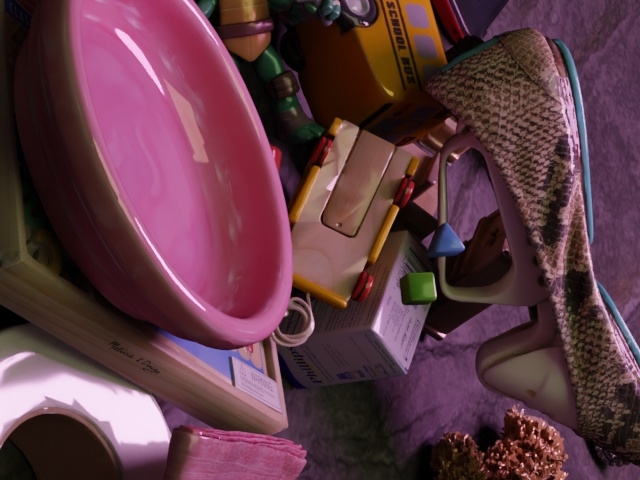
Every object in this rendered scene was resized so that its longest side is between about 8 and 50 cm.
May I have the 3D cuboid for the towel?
[{"bbox_3d":[-0.099,0.317,1.526,0.237,0.037,0.329,21,81,-69],"label":"towel"}]

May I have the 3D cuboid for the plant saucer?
[{"bbox_3d":[-0.134,-0.066,1.451,0.332,0.084,0.332,53,24,-37],"label":"plant saucer"}]

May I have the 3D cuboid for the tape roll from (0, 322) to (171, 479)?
[{"bbox_3d":[-0.236,0.207,1.458,0.286,0.100,0.286,17,68,-49],"label":"tape roll"}]

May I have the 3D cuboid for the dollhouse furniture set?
[{"bbox_3d":[0.092,-0.029,1.953,0.242,0.161,0.212,36,50,-14],"label":"dollhouse furniture set"}]

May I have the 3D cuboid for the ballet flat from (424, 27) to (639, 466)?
[{"bbox_3d":[0.207,0.036,1.815,0.164,0.182,0.482,-123,-167,-71],"label":"ballet flat"}]

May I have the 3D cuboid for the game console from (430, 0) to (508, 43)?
[{"bbox_3d":[0.179,-0.460,2.210,0.342,0.060,0.386,60,41,-21],"label":"game console"}]

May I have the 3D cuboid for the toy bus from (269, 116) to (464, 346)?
[{"bbox_3d":[0.010,-0.008,1.733,0.202,0.104,0.191,-18,82,-16],"label":"toy bus"}]

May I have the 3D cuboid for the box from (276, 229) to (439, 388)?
[{"bbox_3d":[0.029,0.068,1.806,0.072,0.137,0.126,52,44,-33],"label":"box"}]

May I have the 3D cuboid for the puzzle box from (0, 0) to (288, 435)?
[{"bbox_3d":[-0.158,-0.018,1.541,0.409,0.052,0.272,39,35,-54],"label":"puzzle box"}]

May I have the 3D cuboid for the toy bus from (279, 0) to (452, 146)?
[{"bbox_3d":[0.025,-0.263,1.850,0.130,0.108,0.332,0,67,-36],"label":"toy bus"}]

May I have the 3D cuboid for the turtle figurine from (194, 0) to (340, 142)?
[{"bbox_3d":[-0.069,-0.201,1.758,0.118,0.175,0.234,-120,-160,-73],"label":"turtle figurine"}]

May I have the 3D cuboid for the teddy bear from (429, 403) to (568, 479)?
[{"bbox_3d":[0.187,0.314,1.975,0.245,0.113,0.338,55,38,-26],"label":"teddy bear"}]

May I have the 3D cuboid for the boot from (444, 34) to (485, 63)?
[{"bbox_3d":[0.232,-0.130,2.072,0.161,0.083,0.246,47,3,-30],"label":"boot"}]

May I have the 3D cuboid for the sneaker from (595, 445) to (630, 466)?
[{"bbox_3d":[0.338,0.191,2.252,0.073,0.063,0.162,-61,134,-63],"label":"sneaker"}]
